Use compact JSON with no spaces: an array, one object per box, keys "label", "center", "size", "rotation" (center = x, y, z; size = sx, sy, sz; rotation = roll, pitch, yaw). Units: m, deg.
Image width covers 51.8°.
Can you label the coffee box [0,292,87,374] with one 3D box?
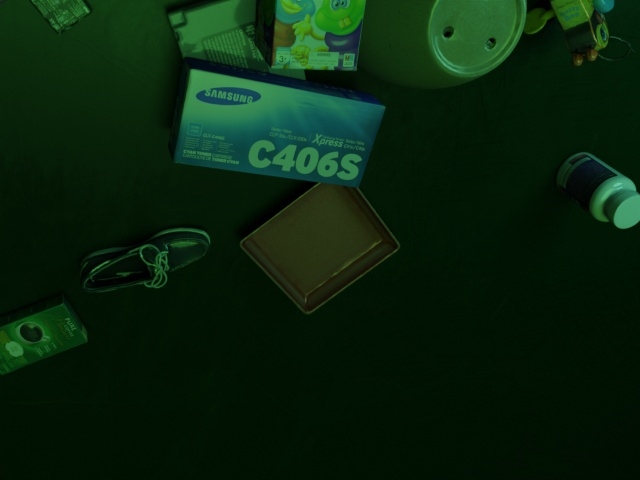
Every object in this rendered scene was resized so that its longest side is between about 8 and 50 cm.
[{"label":"coffee box","center":[-0.569,0.185,1.299],"size":[0.184,0.040,0.113],"rotation":[-22,126,-5]}]

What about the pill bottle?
[{"label":"pill bottle","center":[0.614,-0.107,1.440],"size":[0.108,0.193,0.108],"rotation":[-9,123,-14]}]

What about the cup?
[{"label":"cup","center":[0.203,-0.388,1.089],"size":[0.331,0.237,0.331],"rotation":[-9,123,-14]}]

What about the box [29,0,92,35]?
[{"label":"box","center":[-0.406,-0.371,1.016],"size":[0.067,0.018,0.083],"rotation":[-34,126,3]}]

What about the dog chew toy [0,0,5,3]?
[{"label":"dog chew toy","center":[-0.505,-0.462,0.823],"size":[0.207,0.206,0.331],"rotation":[-12,116,-12]}]

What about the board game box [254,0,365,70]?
[{"label":"board game box","center":[-0.013,-0.412,0.990],"size":[0.142,0.144,0.275],"rotation":[-3,122,-17]}]

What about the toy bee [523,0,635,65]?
[{"label":"toy bee","center":[0.486,-0.410,1.203],"size":[0.298,0.162,0.195],"rotation":[31,147,-11]}]

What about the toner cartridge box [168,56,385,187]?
[{"label":"toner cartridge box","center":[-0.075,-0.199,1.148],"size":[0.348,0.075,0.165],"rotation":[5,118,-23]}]

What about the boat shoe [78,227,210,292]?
[{"label":"boat shoe","center":[-0.334,0.041,1.267],"size":[0.255,0.079,0.095],"rotation":[-11,124,-13]}]

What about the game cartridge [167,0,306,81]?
[{"label":"game cartridge","center":[-0.126,-0.283,1.153],"size":[0.196,0.060,0.294],"rotation":[-17,126,-4]}]

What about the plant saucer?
[{"label":"plant saucer","center":[0.000,0.000,1.381],"size":[0.258,0.047,0.259],"rotation":[-36,125,5]}]
